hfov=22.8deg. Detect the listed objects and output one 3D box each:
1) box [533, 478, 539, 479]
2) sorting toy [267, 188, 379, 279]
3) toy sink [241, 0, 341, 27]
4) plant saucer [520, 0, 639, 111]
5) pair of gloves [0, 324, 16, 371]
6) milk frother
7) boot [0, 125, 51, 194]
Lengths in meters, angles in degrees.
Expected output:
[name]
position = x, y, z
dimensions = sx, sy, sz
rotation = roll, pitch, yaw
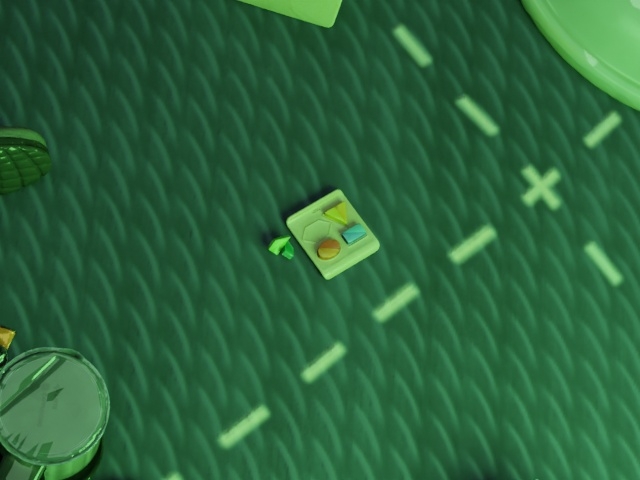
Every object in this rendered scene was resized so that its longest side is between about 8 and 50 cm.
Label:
[box]
position = 0.229, 0.296, 1.201
dimensions = 0.244, 0.060, 0.100
rotation = 36, 67, 5
[sorting toy]
position = 0.000, 0.000, 1.301
dimensions = 0.083, 0.012, 0.062
rotation = -30, 77, -20
[toy sink]
position = -0.002, -0.328, 1.355
dimensions = 0.131, 0.153, 0.234
rotation = 16, 66, -4
[plant saucer]
position = 0.365, -0.295, 1.437
dimensions = 0.400, 0.100, 0.400
rotation = 4, 68, -9
[pair of gloves]
position = -0.282, 0.087, 1.217
dimensions = 0.083, 0.010, 0.074
rotation = 22, 65, -4
[milk frother]
position = -0.168, 0.158, 1.142
dimensions = 0.143, 0.135, 0.129
rotation = 8, 71, -7
[boot]
position = -0.340, -0.115, 1.252
dimensions = 0.246, 0.083, 0.161
rotation = -3, 64, -13
